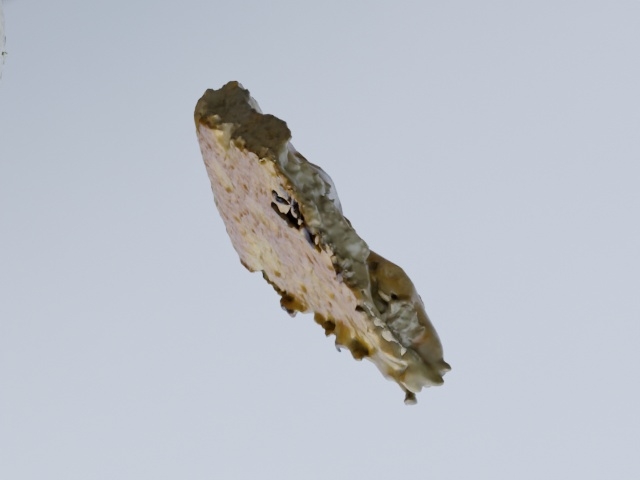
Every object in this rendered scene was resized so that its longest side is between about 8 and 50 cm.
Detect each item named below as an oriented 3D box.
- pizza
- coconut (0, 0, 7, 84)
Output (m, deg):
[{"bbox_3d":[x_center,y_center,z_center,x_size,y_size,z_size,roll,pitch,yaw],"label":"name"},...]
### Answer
[{"bbox_3d":[0.000,0.000,1.370,0.071,0.189,0.297,-27,-144,-12],"label":"pizza"},{"bbox_3d":[-0.439,-0.159,1.578,0.404,0.404,0.404,-27,-169,6],"label":"coconut"}]
